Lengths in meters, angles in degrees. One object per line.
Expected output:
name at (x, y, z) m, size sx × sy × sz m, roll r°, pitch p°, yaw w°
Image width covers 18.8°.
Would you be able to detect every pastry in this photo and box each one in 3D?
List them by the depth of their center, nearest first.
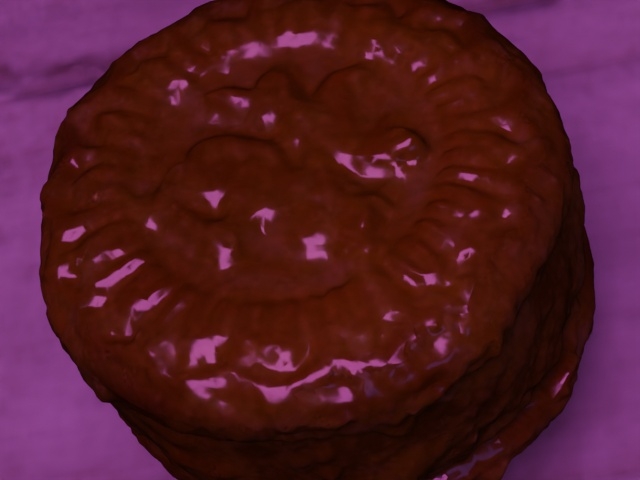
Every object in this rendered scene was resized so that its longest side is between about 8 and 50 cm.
pastry at (0.000, 0.000, 0.647) m, size 0.188 × 0.103 × 0.189 m, roll -7°, pitch 53°, yaw 9°
